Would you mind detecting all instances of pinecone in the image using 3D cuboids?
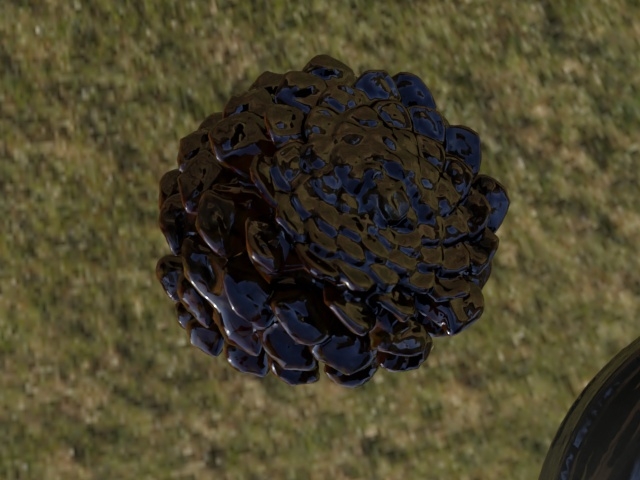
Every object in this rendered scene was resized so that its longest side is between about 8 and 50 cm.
[{"bbox_3d":[-0.008,0.000,0.785,0.163,0.162,0.165,16,153,-27],"label":"pinecone"}]

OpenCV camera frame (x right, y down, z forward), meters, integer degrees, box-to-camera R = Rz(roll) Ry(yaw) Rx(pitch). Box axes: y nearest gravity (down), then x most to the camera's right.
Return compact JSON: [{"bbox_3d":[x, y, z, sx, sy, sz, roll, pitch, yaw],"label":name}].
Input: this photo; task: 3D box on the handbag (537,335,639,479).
[{"bbox_3d":[0.244,0.142,0.677,0.308,0.253,0.093,-3,178,-3],"label":"handbag"}]
